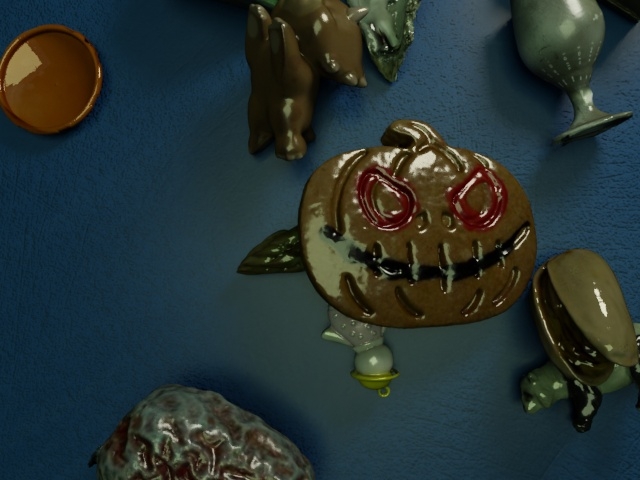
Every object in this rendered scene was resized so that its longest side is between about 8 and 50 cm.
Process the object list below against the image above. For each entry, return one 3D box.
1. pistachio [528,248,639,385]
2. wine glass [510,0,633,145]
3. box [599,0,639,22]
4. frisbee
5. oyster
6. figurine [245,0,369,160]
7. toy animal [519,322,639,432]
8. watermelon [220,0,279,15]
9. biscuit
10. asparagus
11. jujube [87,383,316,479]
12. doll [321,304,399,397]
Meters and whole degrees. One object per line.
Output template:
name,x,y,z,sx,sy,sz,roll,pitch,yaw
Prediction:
pistachio,0.373,0.104,0.768,0.131,0.129,0.206,14,45,-14
wine glass,0.372,-0.274,0.814,0.126,0.126,0.241,-19,87,4
box,0.446,-0.472,0.805,0.231,0.149,0.155,36,89,6
frisbee,-0.463,-0.274,0.929,0.192,0.035,0.192,0,86,5
oyster,0.117,-0.415,0.862,0.199,0.087,0.252,-35,77,12
figurine,-0.015,-0.257,0.831,0.173,0.177,0.247,-14,110,-31
toy animal,0.406,0.204,0.799,0.225,0.094,0.121,-27,74,13
watermelon,-0.147,-0.500,0.857,0.302,0.151,0.264,9,88,5
biscuit,0.149,-0.029,0.802,0.367,0.063,0.314,-1,84,-11
asparagus,0.000,0.000,0.855,0.287,0.080,0.080,-19,85,4
jujube,-0.161,0.348,0.778,0.317,0.226,0.226,31,90,-2
doll,0.067,0.144,0.837,0.129,0.081,0.207,-19,88,-2
